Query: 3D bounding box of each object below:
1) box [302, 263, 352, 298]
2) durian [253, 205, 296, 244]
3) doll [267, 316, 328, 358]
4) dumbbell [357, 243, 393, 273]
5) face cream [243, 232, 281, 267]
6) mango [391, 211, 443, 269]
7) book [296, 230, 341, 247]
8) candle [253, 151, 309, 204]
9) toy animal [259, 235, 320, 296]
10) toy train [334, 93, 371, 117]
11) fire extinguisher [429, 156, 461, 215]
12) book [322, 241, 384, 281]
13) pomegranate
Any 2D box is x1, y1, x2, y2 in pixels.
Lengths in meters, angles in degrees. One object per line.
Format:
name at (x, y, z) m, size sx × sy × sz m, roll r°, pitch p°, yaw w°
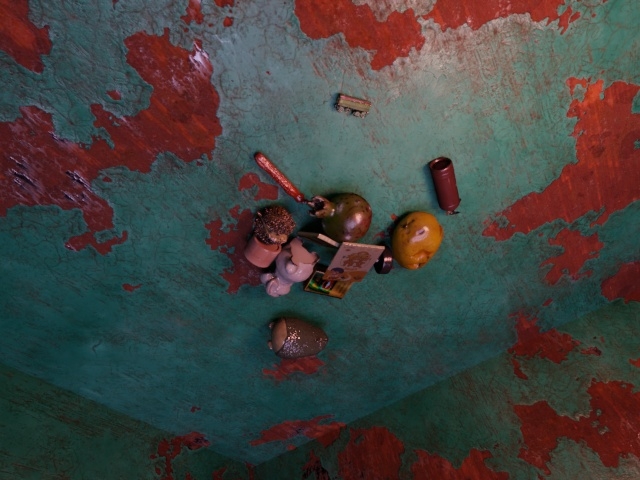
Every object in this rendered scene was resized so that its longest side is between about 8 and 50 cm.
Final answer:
box at (0.043, 0.220, 2.170) m, size 0.240 × 0.071 × 0.159 m, roll 15°, pitch 127°, yaw -22°
durian at (-0.215, -0.073, 1.823) m, size 0.196 × 0.167 × 0.196 m, roll 1°, pitch 116°, yaw 1°
doll at (-0.130, 0.567, 2.331) m, size 0.350 × 0.247 × 0.247 m, roll 13°, pitch 125°, yaw -28°
dumbbell at (0.242, 0.096, 2.056) m, size 0.218 × 0.152 × 0.152 m, roll 2°, pitch 128°, yaw -14°
face cream at (-0.274, 0.040, 1.904) m, size 0.149 × 0.149 × 0.104 m, roll 25°, pitch 119°, yaw -28°
mango at (0.481, 0.011, 2.033) m, size 0.253 × 0.182 × 0.365 m, roll -12°, pitch 141°, yaw -6°
book at (0.000, 0.000, 1.903) m, size 0.160 × 0.228 × 0.024 m, roll 25°, pitch 82°, yaw -28°
candle at (-0.170, -0.260, 1.750) m, size 0.051 × 0.048 × 0.329 m, roll -43°, pitch 125°, yaw 6°
toy animal at (-0.173, 0.164, 2.000) m, size 0.357 × 0.194 × 0.258 m, roll -50°, pitch 164°, yaw 31°
toy train at (0.128, -0.530, 1.595) m, size 0.148 × 0.038 × 0.071 m, roll 8°, pitch 127°, yaw -19°
fire extinguisher at (0.607, -0.236, 1.903) m, size 0.138 × 0.102 × 0.344 m, roll -45°, pitch 132°, yaw -19°
book at (0.150, 0.108, 1.910) m, size 0.208 × 0.020 × 0.295 m, roll 6°, pitch 141°, yaw -17°
pomegranate at (0.076, -0.101, 1.809) m, size 0.306 × 0.242 × 0.242 m, roll 0°, pitch 129°, yaw -15°
